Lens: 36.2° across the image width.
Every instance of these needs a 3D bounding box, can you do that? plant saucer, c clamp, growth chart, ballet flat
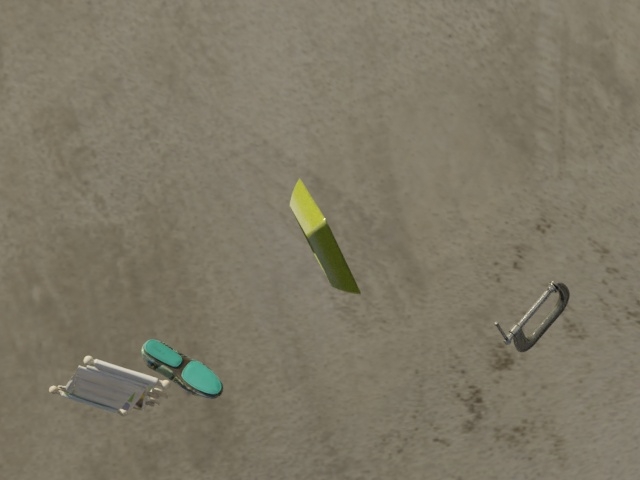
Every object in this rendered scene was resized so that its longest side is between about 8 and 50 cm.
[{"bbox_3d":[0.000,0.000,1.883,0.045,0.188,0.188,-28,33,-2],"label":"plant saucer"},{"bbox_3d":[0.366,0.126,1.655,0.160,0.137,0.022,-44,48,-14],"label":"c clamp"},{"bbox_3d":[-0.366,0.262,1.714,0.237,0.172,0.021,-39,33,53],"label":"growth chart"},{"bbox_3d":[-0.278,0.266,1.968,0.188,0.070,0.070,34,101,11],"label":"ballet flat"}]
